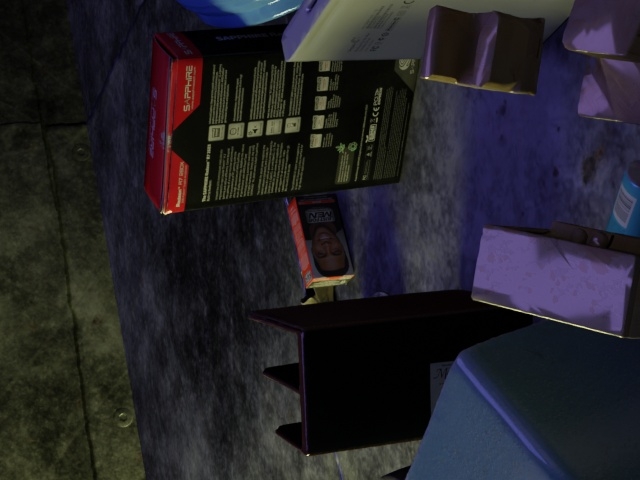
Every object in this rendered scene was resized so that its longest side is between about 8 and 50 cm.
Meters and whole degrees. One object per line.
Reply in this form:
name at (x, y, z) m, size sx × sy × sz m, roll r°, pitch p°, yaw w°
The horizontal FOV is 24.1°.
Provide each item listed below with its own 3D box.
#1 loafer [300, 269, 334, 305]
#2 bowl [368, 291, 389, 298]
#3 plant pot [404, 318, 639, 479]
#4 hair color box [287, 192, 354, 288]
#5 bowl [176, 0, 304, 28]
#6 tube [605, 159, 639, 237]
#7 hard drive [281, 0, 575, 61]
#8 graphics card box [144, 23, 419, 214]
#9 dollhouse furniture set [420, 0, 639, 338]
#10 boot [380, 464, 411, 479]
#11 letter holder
loafer at (-0.005, 0.106, 2.402) m, size 0.056 × 0.050 × 0.148 m, roll 165°, pitch 100°, yaw -68°
bowl at (0.062, 0.163, 2.212) m, size 0.170 × 0.080 × 0.170 m, roll 176°, pitch 90°, yaw -68°
plant pot at (0.272, 0.246, 1.525) m, size 0.252 × 0.247 × 0.248 m, roll 51°, pitch 142°, yaw 32°
hair color box at (0.000, 0.000, 2.340) m, size 0.043 × 0.072 × 0.141 m, roll 130°, pitch 130°, yaw -60°
bowl at (-0.033, -0.427, 1.992) m, size 0.077 × 0.391 × 0.391 m, roll 53°, pitch 175°, yaw -31°
tube at (0.319, 0.009, 1.588) m, size 0.080 × 0.052 × 0.207 m, roll -80°, pitch 2°, yaw -48°
hard drive at (0.133, -0.257, 1.642) m, size 0.203 × 0.307 × 0.040 m, roll 134°, pitch 128°, yaw -62°
graphics card box at (-0.052, -0.175, 2.034) m, size 0.094 × 0.371 × 0.233 m, roll 48°, pitch 139°, yaw 50°
dollhouse furniture set at (0.303, -0.122, 1.339) m, size 0.362 × 0.256 × 0.394 m, roll 14°, pitch 97°, yaw 40°
boot at (0.184, 0.430, 1.998) m, size 0.264 × 0.096 × 0.280 m, roll -28°, pitch 79°, yaw 66°
letter holder at (0.080, 0.154, 1.868) m, size 0.214 × 0.302 × 0.152 m, roll -166°, pitch 73°, yaw -67°
